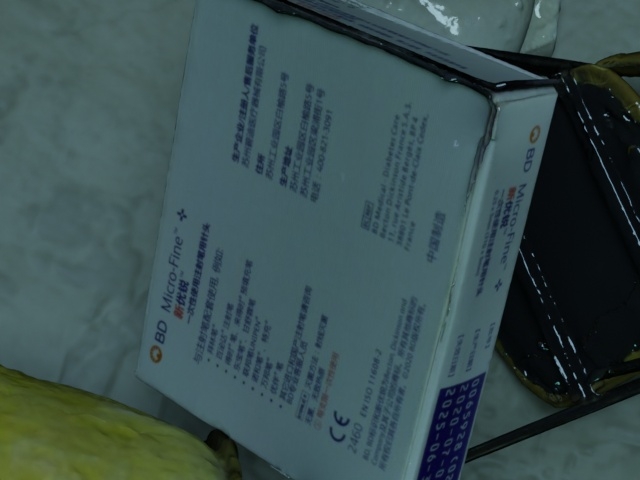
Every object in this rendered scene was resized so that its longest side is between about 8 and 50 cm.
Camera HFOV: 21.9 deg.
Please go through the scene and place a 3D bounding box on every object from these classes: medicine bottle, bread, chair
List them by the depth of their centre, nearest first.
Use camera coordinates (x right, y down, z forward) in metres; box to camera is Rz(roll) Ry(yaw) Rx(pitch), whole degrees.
[{"bbox_3d":[0.000,0.000,0.694,0.171,0.052,0.201,27,116,36],"label":"medicine bottle"},{"bbox_3d":[-0.135,0.145,0.730,0.170,0.197,0.197,12,78,-12],"label":"bread"},{"bbox_3d":[0.126,-0.006,0.781,0.247,0.172,0.158,-11,74,-48],"label":"chair"}]

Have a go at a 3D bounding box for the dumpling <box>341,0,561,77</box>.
[{"bbox_3d":[0.037,-0.128,0.830,0.176,0.092,0.150,-4,76,1],"label":"dumpling"}]
